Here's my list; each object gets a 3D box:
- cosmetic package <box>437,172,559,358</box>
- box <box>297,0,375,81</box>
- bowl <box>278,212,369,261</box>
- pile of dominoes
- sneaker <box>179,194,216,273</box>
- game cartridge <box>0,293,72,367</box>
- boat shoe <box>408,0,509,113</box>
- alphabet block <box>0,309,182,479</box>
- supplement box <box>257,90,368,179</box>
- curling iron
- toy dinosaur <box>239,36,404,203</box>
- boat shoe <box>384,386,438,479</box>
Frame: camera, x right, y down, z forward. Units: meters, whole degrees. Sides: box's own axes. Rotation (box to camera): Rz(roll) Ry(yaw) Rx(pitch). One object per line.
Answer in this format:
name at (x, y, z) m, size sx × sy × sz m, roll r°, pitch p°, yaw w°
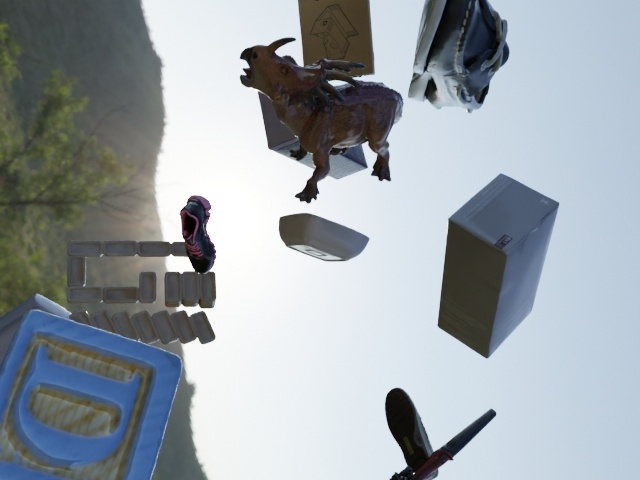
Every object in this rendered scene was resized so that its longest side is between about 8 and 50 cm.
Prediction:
cosmetic package at (0.243, 0.040, 1.043) m, size 0.107 × 0.127 × 0.237 m, roll 32°, pitch -35°, yaw 32°
box at (0.034, -0.453, 1.634) m, size 0.021 × 0.165 × 0.201 m, roll -8°, pitch 94°, yaw -69°
bowl at (0.000, 0.000, 1.322) m, size 0.142 × 0.142 × 0.053 m, roll -3°, pitch -111°, yaw 62°
pile of dominoes at (-0.307, 0.094, 1.282) m, size 0.040 × 0.251 × 0.195 m, roll 115°, pitch -28°, yaw -58°
sneaker at (-0.180, -0.002, 1.055) m, size 0.057 × 0.047 × 0.119 m, roll -60°, pitch 149°, yaw -63°
game cartridge at (-0.482, 0.246, 1.362) m, size 0.294 × 0.196 × 0.060 m, roll 56°, pitch -4°, yaw -26°
boat shoe at (0.145, -0.199, 0.746) m, size 0.302 × 0.091 × 0.114 m, roll -15°, pitch 122°, yaw -82°
alphabet block at (-0.291, 0.223, 0.862) m, size 0.197 × 0.193 × 0.193 m, roll 129°, pitch -22°, yaw -54°
supplement box at (-0.010, -0.197, 1.280) m, size 0.239 × 0.073 × 0.130 m, roll 16°, pitch 58°, yaw -59°
curling iron at (0.228, 0.399, 1.386) m, size 0.035 × 0.274 × 0.068 m, roll 48°, pitch -24°, yaw 32°
toy dinosaur at (0.036, -0.179, 1.022) m, size 0.127 × 0.296 × 0.200 m, roll 46°, pitch -45°, yaw 35°
boat shoe at (0.184, 0.386, 1.482) m, size 0.072 × 0.068 × 0.189 m, roll 24°, pitch 43°, yaw -53°
